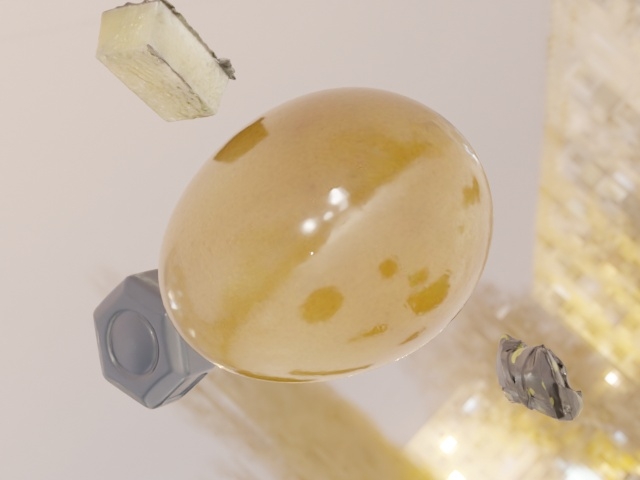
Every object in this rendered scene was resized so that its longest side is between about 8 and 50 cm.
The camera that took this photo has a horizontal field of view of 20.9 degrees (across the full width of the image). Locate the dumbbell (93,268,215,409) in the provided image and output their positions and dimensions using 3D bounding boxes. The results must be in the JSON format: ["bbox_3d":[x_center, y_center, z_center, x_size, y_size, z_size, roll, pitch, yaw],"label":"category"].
[{"bbox_3d":[-0.113,0.094,2.055,0.316,0.156,0.144,-13,-54,-50],"label":"dumbbell"}]

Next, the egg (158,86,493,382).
[{"bbox_3d":[0.000,0.000,1.549,0.322,0.250,0.250,-25,-2,25],"label":"egg"}]

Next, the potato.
[{"bbox_3d":[-0.141,-0.163,1.587,0.122,0.086,0.061,45,-128,-41],"label":"potato"}]

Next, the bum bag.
[{"bbox_3d":[0.296,0.190,2.439,0.060,0.107,0.232,-14,9,-17],"label":"bum bag"}]
